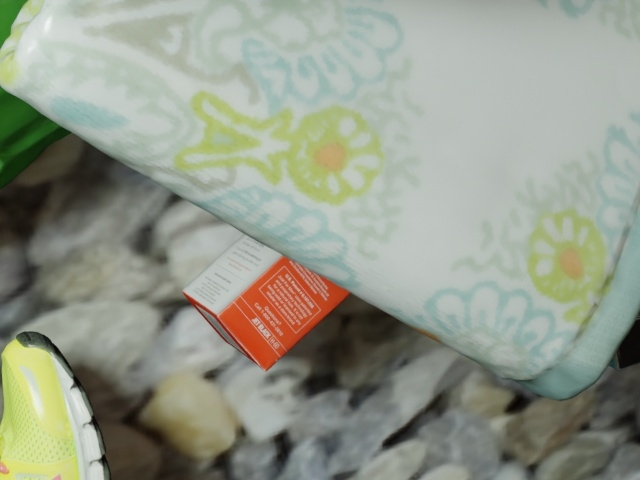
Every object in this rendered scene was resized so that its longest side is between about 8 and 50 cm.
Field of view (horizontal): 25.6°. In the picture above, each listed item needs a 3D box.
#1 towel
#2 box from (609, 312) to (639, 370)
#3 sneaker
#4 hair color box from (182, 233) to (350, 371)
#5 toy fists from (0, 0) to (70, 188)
[{"bbox_3d":[0.061,-0.154,0.680,0.320,0.090,0.374,29,71,-21],"label":"towel"},{"bbox_3d":[0.257,-0.009,0.843,0.244,0.060,0.100,-16,104,-18],"label":"box"},{"bbox_3d":[-0.155,0.149,0.698,0.094,0.081,0.208,-3,101,-19],"label":"sneaker"},{"bbox_3d":[0.000,0.000,0.738,0.141,0.072,0.043,-43,110,-9],"label":"hair color box"},{"bbox_3d":[-0.205,-0.121,0.591,0.142,0.096,0.279,-37,136,-25],"label":"toy fists"}]
